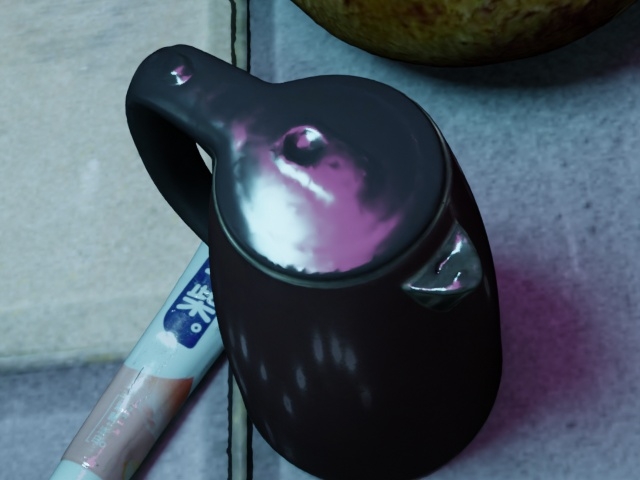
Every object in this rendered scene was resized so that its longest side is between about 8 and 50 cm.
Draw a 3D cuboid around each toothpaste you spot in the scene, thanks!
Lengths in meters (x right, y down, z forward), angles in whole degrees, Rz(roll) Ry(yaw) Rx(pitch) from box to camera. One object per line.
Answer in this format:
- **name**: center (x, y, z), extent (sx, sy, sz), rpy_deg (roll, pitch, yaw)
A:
- **toothpaste**: center (-0.084, 0.067, 0.931), extent (0.056, 0.036, 0.205), rpy_deg (26, 64, 16)

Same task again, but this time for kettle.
- **kettle**: center (0.000, 0.000, 0.824), extent (0.202, 0.232, 0.144), rpy_deg (39, 73, 22)

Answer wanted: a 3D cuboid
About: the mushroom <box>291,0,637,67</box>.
- **mushroom**: center (0.078, -0.257, 0.993), extent (0.345, 0.239, 0.345), rpy_deg (1, 76, -4)
